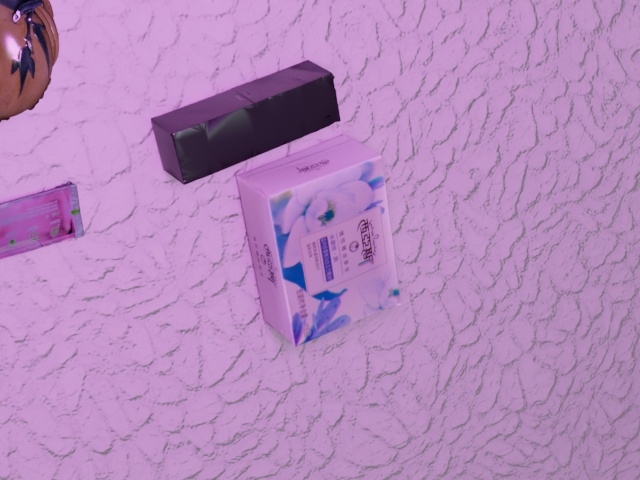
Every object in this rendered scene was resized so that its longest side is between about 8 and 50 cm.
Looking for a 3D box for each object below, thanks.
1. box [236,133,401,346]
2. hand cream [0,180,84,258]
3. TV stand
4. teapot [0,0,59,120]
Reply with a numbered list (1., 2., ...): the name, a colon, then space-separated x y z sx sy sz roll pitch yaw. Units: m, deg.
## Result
1. box: 0.001 0.001 2.119 0.203 0.116 0.274 -22 121 -23
2. hand cream: -0.463 -0.010 1.884 0.275 0.050 0.079 -19 145 -29
3. TV stand: -0.107 -0.179 1.996 0.269 0.083 0.088 -25 121 -21
4. teapot: -0.411 -0.245 1.747 0.182 0.173 0.269 -43 160 -46
